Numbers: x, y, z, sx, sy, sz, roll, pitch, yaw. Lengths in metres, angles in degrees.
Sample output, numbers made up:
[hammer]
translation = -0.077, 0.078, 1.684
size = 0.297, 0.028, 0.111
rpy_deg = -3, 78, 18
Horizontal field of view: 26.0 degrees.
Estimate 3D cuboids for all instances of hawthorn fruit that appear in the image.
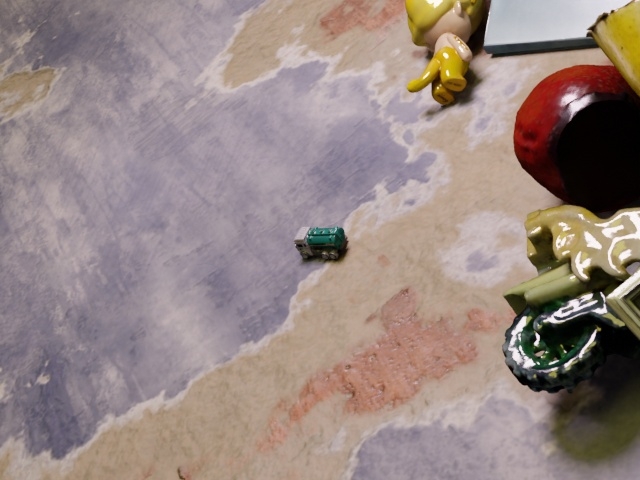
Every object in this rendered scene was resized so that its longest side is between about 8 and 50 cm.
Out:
[hawthorn fruit]
translation = 0.325, -0.128, 1.747
size = 0.189, 0.189, 0.251
rpy_deg = -49, 21, -14

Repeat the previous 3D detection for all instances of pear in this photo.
[pear]
translation = 0.451, -0.197, 1.599
size = 0.267, 0.267, 0.178
rpy_deg = -15, 84, 29

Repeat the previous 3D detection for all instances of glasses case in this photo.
[glasses case]
translation = 0.369, -0.326, 2.029
size = 0.266, 0.056, 0.105
rpy_deg = 1, 75, 41

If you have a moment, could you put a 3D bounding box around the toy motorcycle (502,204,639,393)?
[toy motorcycle]
translation = 0.385, 0.022, 1.532
size = 0.410, 0.168, 0.237
rpy_deg = -24, 37, 19

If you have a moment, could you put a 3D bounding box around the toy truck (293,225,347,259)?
[toy truck]
translation = 0.000, 0.000, 1.985
size = 0.083, 0.044, 0.039
rpy_deg = -1, 47, 39

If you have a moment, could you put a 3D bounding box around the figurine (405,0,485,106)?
[figurine]
translation = 0.189, -0.322, 2.117
size = 0.156, 0.131, 0.246
rpy_deg = 128, 151, -47

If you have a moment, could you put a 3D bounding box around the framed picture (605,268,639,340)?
[framed picture]
translation = 0.465, 0.094, 1.371
size = 0.232, 0.019, 0.296
rpy_deg = -40, 72, -1
